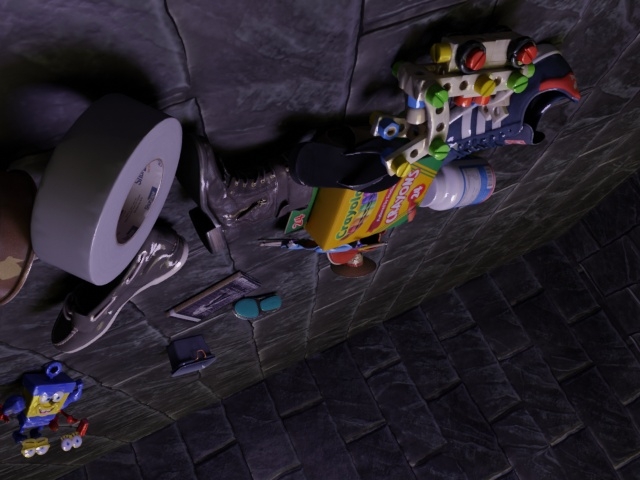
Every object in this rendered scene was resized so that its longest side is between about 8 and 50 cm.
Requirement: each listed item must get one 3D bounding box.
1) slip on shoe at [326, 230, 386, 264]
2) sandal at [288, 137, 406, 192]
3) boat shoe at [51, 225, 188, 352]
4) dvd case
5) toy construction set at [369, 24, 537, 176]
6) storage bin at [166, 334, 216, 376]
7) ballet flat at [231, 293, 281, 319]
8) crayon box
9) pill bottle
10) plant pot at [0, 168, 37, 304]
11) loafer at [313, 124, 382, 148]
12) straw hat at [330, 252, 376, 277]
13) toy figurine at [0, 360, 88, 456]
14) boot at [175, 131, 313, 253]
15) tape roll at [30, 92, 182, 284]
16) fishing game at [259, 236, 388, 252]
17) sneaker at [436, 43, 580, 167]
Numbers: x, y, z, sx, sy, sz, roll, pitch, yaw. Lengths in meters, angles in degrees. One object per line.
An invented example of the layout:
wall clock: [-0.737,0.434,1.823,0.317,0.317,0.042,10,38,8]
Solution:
slip on shoe: [0.098,-0.009,1.411,0.123,0.101,0.331,-20,161,-27]
sandal: [0.064,-0.123,0.929,0.254,0.097,0.054,-11,-163,-36]
boat shoe: [-0.391,0.080,0.991,0.335,0.112,0.095,-37,142,12]
dvd case: [-0.277,0.153,1.449,0.221,0.018,0.164,-30,162,4]
toy construction set: [0.239,-0.242,0.915,0.327,0.151,0.215,-25,138,-33]
storage bin: [-0.398,0.344,1.667,0.135,0.091,0.098,-6,152,-49]
ballet flat: [-0.199,0.200,1.615,0.188,0.070,0.070,0,147,-47]
crayon box: [0.093,-0.097,1.108,0.318,0.081,0.202,-19,146,-34]
pill bottle: [0.314,-0.139,1.329,0.221,0.124,0.124,-10,155,-39]
plant pot: [-0.430,-0.018,0.601,0.167,0.167,0.165,-37,150,26]
loafer: [0.058,-0.178,0.981,0.148,0.056,0.050,-18,165,-27]
straw hat: [0.092,0.048,1.593,0.144,0.144,0.061,-17,118,-28]
toy figurine: [-0.721,0.379,1.334,0.362,0.191,0.217,16,103,-54]
boot: [-0.108,-0.107,0.891,0.229,0.091,0.263,-30,149,-21]
tape roll: [-0.247,-0.060,0.655,0.219,0.072,0.219,-157,-90,-87]
fishing game: [0.000,0.000,1.230,0.264,0.041,0.189,2,-175,34]
sneaker: [0.359,-0.228,1.117,0.131,0.148,0.350,-4,150,-50]
